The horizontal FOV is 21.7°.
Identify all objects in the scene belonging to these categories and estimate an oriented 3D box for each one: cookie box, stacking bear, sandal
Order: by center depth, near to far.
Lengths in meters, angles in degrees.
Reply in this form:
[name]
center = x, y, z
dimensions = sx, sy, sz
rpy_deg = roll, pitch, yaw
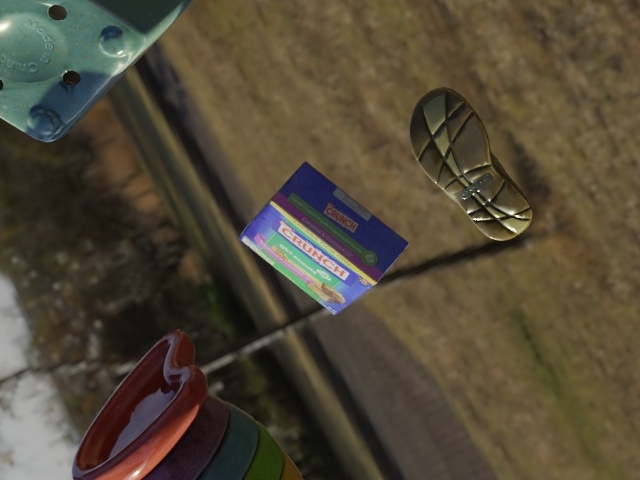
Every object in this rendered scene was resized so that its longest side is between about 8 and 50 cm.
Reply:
[cookie box]
center = 0.000, 0.000, 1.148
dimensions = 0.092, 0.040, 0.107
rpy_deg = 39, 159, -3
[stacking bear]
center = -0.075, 0.248, 1.570
dimensions = 0.289, 0.164, 0.175
rpy_deg = 42, -176, -18
[sandal]
center = 0.141, -0.075, 1.597
dimensions = 0.180, 0.072, 0.049
rpy_deg = 51, -163, -30

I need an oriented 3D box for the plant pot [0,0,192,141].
[plant pot]
center = -0.236, -0.233, 1.418
dimensions = 0.248, 0.247, 0.252
rpy_deg = 32, -147, -27
